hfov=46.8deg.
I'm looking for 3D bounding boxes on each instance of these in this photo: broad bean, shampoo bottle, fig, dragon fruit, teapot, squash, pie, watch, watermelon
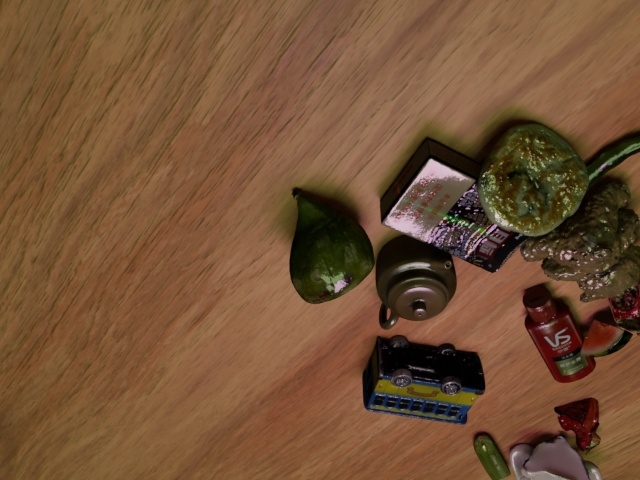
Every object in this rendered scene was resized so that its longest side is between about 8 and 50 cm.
[{"bbox_3d":[0.617,-0.168,1.533,0.226,0.039,0.069,-29,130,23],"label":"broad bean"},{"bbox_3d":[0.595,0.239,1.861,0.118,0.076,0.314,-23,127,18],"label":"shampoo bottle"},{"bbox_3d":[0.000,0.000,1.599,0.203,0.203,0.235,-23,107,20],"label":"fig"},{"bbox_3d":[0.744,0.549,2.118,0.122,0.092,0.192,-10,130,10],"label":"dragon fruit"},{"bbox_3d":[0.212,0.113,1.696,0.185,0.175,0.268,25,127,-17],"label":"teapot"},{"bbox_3d":[0.520,0.665,2.238,0.069,0.069,0.239,-20,127,17],"label":"squash"},{"bbox_3d":[0.428,-0.123,1.498,0.240,0.054,0.241,-2,98,-13],"label":"pie"},{"bbox_3d":[0.824,0.173,1.804,0.268,0.102,0.165,28,133,-32],"label":"watch"},{"bbox_3d":[0.695,0.241,1.831,0.135,0.125,0.094,-33,79,13],"label":"watermelon"}]

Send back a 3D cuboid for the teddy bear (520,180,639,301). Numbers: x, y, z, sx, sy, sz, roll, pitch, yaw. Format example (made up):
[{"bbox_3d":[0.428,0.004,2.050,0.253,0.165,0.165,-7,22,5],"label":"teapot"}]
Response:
[{"bbox_3d":[0.611,0.028,1.628,0.267,0.156,0.256,-38,132,17],"label":"teddy bear"}]

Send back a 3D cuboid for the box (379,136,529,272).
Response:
[{"bbox_3d":[0.305,-0.070,1.594,0.310,0.084,0.198,23,127,-17],"label":"box"}]

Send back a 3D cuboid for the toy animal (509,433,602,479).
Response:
[{"bbox_3d":[0.678,0.703,2.208,0.249,0.174,0.289,33,139,-1],"label":"toy animal"}]

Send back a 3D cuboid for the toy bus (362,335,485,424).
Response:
[{"bbox_3d":[0.267,0.368,1.938,0.287,0.138,0.175,10,129,-8],"label":"toy bus"}]
